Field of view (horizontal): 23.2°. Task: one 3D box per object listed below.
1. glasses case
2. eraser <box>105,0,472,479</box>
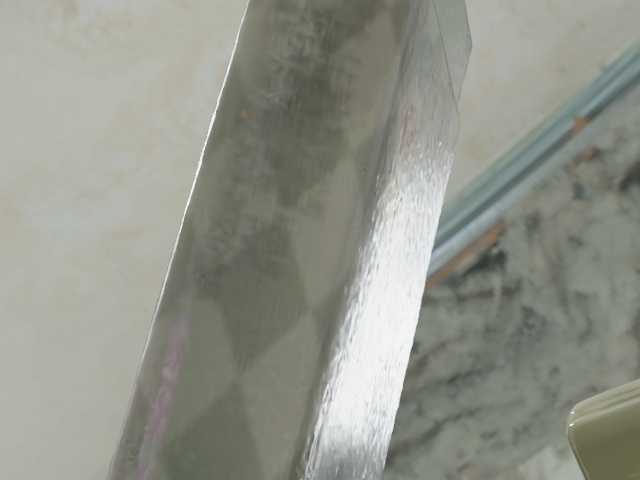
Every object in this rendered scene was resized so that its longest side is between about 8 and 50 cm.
[{"bbox_3d":[0.369,0.295,1.589,0.131,0.313,0.070,-24,5,19],"label":"glasses case"},{"bbox_3d":[0.000,0.001,0.838,0.082,0.397,0.213,7,-25,16],"label":"eraser"}]
